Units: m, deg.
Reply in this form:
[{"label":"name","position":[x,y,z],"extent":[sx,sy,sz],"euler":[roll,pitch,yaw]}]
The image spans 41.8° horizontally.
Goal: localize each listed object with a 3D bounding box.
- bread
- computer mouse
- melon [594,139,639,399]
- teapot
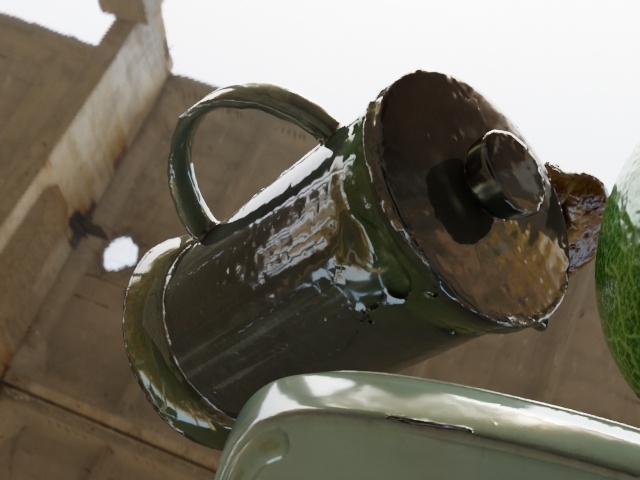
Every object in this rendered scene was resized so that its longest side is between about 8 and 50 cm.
[{"label":"bread","position":[0.284,-0.018,1.075],"extent":[0.193,0.193,0.064],"euler":[-12,-144,-9]},{"label":"computer mouse","position":[0.074,0.145,0.360],"extent":[0.288,0.097,0.160],"euler":[7,-88,28]},{"label":"melon","position":[0.402,-0.028,0.873],"extent":[0.226,0.331,0.343],"euler":[11,-164,-4]},{"label":"teapot","position":[0.000,0.000,0.626],"extent":[0.270,0.337,0.200],"euler":[51,-137,-7]}]
